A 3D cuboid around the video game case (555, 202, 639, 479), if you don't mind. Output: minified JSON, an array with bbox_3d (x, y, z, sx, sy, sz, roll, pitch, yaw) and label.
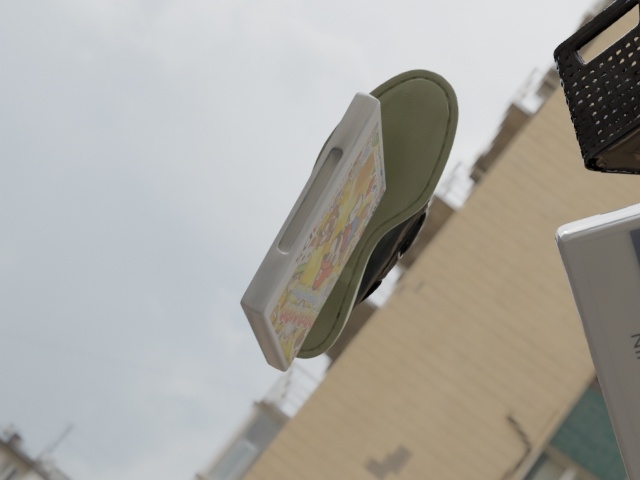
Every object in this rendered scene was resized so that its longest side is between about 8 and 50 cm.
[{"bbox_3d":[0.214,0.053,0.581,0.023,0.201,0.183,-73,145,-74],"label":"video game case"}]

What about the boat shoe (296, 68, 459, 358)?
[{"bbox_3d":[0.049,-0.033,1.598,0.127,0.340,0.113,25,14,7],"label":"boat shoe"}]

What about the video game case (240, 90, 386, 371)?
[{"bbox_3d":[0.000,0.000,1.299,0.026,0.206,0.227,26,-13,11],"label":"video game case"}]

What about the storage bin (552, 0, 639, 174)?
[{"bbox_3d":[0.256,-0.102,0.956,0.122,0.180,0.084,-38,-123,50],"label":"storage bin"}]
